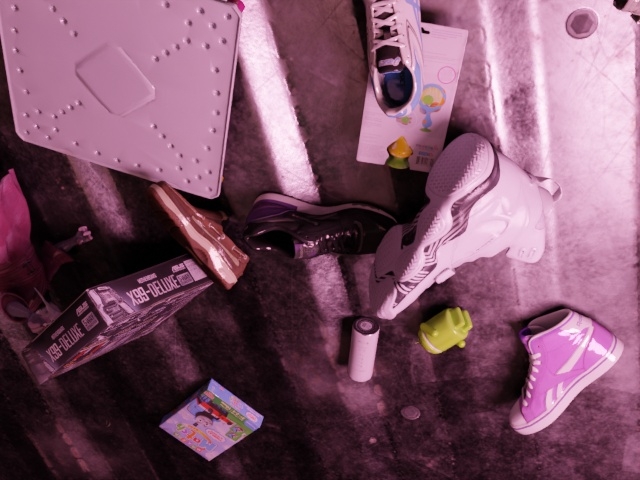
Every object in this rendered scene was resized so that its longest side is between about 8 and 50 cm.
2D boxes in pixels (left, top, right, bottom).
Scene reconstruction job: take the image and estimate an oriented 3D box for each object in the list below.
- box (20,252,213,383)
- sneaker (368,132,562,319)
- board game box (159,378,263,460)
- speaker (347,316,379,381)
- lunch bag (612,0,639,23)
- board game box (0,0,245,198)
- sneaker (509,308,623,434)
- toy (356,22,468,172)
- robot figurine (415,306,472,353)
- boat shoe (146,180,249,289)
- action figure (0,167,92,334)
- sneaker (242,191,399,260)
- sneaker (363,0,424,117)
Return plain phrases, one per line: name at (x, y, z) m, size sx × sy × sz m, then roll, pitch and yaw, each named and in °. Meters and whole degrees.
box at (-0.373, 0.139, 1.327) m, size 0.242 × 0.307 × 0.077 m, roll -37°, pitch 83°, yaw 32°
sneaker at (0.237, 0.010, 1.160) m, size 0.210 × 0.137 × 0.366 m, roll 18°, pitch 121°, yaw -19°
board game box at (-0.264, 0.434, 1.668) m, size 0.160 × 0.039 × 0.211 m, roll 40°, pitch 124°, yaw -15°
speaker at (0.087, 0.226, 1.431) m, size 0.055 × 0.055 × 0.136 m, roll 9°, pitch 126°, yaw 7°
lunch bag at (0.500, -0.396, 0.824) m, size 0.235 × 0.169 × 0.287 m, roll 7°, pitch 123°, yaw -2°
board game box at (-0.330, -0.274, 1.150) m, size 0.389 × 0.050 × 0.390 m, roll 18°, pitch 136°, yaw 1°
sneaker at (0.423, 0.244, 1.345) m, size 0.161 × 0.102 × 0.282 m, roll 32°, pitch 114°, yaw -5°
toy at (0.141, -0.230, 1.103) m, size 0.136 × 0.056 × 0.238 m, roll 10°, pitch 120°, yaw 5°
robot figurine at (0.239, 0.176, 1.353) m, size 0.101 × 0.067 × 0.115 m, roll 21°, pitch 132°, yaw -40°
boat shoe at (-0.223, -0.026, 1.308) m, size 0.095 × 0.095 × 0.258 m, roll 19°, pitch 150°, yaw 47°
action figure at (-0.614, 0.048, 1.357) m, size 0.275 × 0.248 × 0.371 m, roll -4°, pitch 120°, yaw 17°
sneaker at (0.000, 0.000, 1.253) m, size 0.283 × 0.124 × 0.107 m, roll 7°, pitch 126°, yaw 8°
sneaker at (0.103, -0.292, 0.995) m, size 0.085 × 0.086 × 0.237 m, roll -6°, pitch 116°, yaw 16°
